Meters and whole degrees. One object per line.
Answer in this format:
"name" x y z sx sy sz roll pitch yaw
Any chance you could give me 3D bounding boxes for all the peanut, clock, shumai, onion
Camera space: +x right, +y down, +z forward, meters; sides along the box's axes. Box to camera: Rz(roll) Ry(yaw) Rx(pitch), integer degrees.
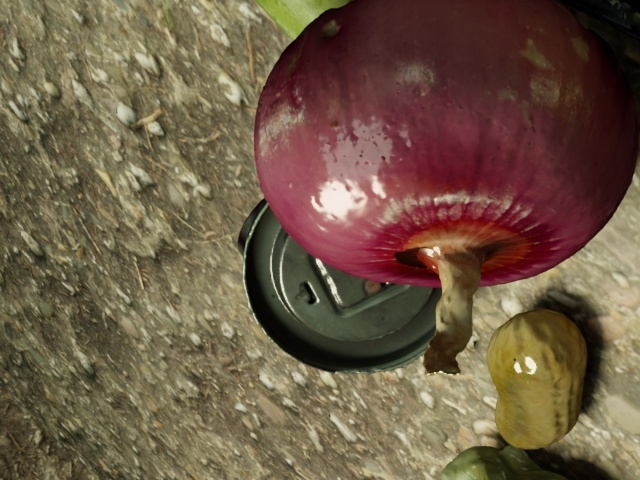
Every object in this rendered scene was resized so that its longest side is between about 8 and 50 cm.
"peanut" 0.252 0.168 1.413 0.120 0.110 0.236 16 144 17
"clock" 0.044 0.027 1.420 0.055 0.280 0.281 -105 -6 -68
"shumai" 0.264 0.357 1.547 0.218 0.189 0.256 54 171 39
"onion" 0.113 -0.065 1.124 0.358 0.358 0.345 11 93 50

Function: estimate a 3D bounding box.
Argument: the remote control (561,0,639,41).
"remote control" 0.264 -0.215 1.043 0.266 0.090 0.066 38 117 32

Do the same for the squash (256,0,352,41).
"squash" 0.034 -0.230 1.317 0.370 0.118 0.118 49 149 -1

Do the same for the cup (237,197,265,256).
"cup" 0.011 -0.001 1.553 0.177 0.166 0.239 46 132 27
